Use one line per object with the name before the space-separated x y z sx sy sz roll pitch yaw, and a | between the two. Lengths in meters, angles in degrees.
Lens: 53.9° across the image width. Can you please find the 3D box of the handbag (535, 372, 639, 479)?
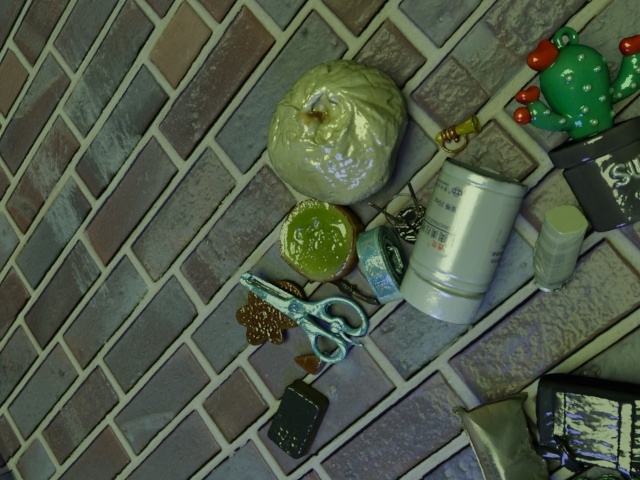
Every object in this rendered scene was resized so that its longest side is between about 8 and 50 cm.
handbag | 0.573 0.381 1.297 0.255 0.181 0.181 3 90 31

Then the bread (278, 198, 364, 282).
bread | 0.000 0.000 1.643 0.236 0.070 0.236 1 91 29

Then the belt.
belt | 0.155 0.048 1.527 0.082 0.147 0.163 -19 114 28

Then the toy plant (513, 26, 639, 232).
toy plant | 0.543 -0.228 1.239 0.280 0.185 0.400 -25 91 17

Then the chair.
chair | 0.202 -0.062 1.465 0.104 0.221 0.095 35 88 25

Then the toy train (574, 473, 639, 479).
toy train | 0.610 0.552 1.336 0.178 0.105 0.071 -15 92 32

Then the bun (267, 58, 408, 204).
bun | 0.027 -0.260 1.507 0.353 0.227 0.348 -9 85 26

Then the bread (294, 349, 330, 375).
bread | -0.016 0.335 1.713 0.109 0.043 0.062 -18 84 29

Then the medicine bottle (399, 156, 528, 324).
medicine bottle | 0.311 0.002 1.398 0.190 0.190 0.332 25 107 26

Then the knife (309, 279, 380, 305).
knife | 0.065 0.123 1.655 0.222 0.021 0.045 17 103 32

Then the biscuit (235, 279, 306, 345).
biscuit | -0.134 0.202 1.771 0.236 0.039 0.179 -33 77 28

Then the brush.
brush | -0.066 0.499 1.751 0.123 0.059 0.197 30 109 26

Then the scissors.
scissors | -0.055 0.182 1.687 0.393 0.032 0.180 29 96 17

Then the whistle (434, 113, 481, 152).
whistle | 0.320 -0.245 1.463 0.109 0.057 0.046 -24 38 39

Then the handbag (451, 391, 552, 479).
handbag | 0.426 0.476 1.410 0.183 0.117 0.270 -18 73 -5

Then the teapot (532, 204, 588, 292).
teapot | 0.485 0.014 1.317 0.200 0.077 0.107 83 168 -47
